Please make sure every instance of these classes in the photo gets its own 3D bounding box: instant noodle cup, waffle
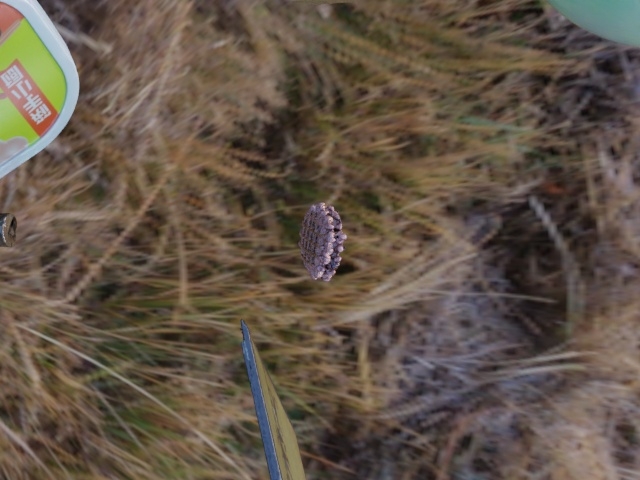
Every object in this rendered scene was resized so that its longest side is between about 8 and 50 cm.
[{"bbox_3d":[-0.451,-0.237,1.857,0.294,0.294,0.308,-27,52,-12],"label":"instant noodle cup"},{"bbox_3d":[0.000,0.000,1.848,0.029,0.075,0.083,5,49,-27],"label":"waffle"}]

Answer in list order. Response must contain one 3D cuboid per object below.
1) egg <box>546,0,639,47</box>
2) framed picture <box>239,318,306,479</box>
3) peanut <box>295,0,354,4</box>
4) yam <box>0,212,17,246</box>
[{"bbox_3d":[0.294,-0.291,1.577,0.220,0.269,0.220,-20,137,-20],"label":"egg"},{"bbox_3d":[-0.022,0.245,1.578,0.014,0.338,0.255,-14,66,1],"label":"framed picture"},{"bbox_3d":[-0.014,-0.161,0.769,0.095,0.226,0.108,9,103,-26],"label":"peanut"},{"bbox_3d":[-0.460,-0.022,1.766,0.327,0.045,0.045,4,124,19],"label":"yam"}]
